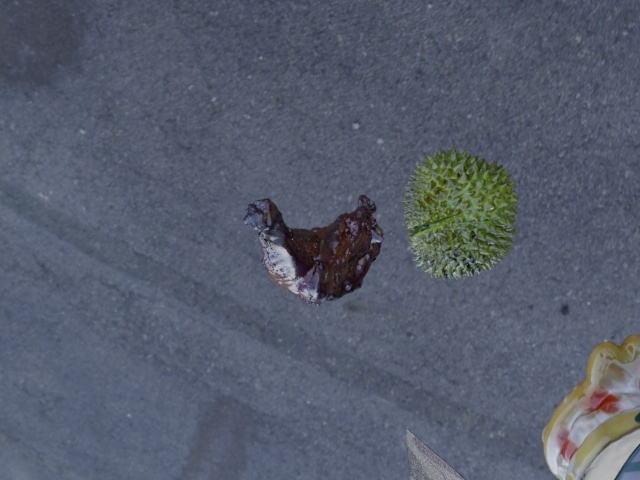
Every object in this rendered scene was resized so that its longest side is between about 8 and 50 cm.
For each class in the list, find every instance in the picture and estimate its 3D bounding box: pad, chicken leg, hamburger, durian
[{"bbox_3d":[0.305,0.566,1.479,0.330,0.004,0.220,34,147,39],"label":"pad"},{"bbox_3d":[-0.001,0.006,0.553,0.053,0.205,0.093,30,110,21],"label":"chicken leg"},{"bbox_3d":[0.494,0.314,1.115,0.261,0.186,0.303,-19,123,1],"label":"hamburger"},{"bbox_3d":[0.184,-0.026,0.879,0.146,0.159,0.198,-7,156,25],"label":"durian"}]

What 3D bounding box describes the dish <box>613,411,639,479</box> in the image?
[{"bbox_3d":[0.370,0.259,0.677,0.078,0.246,0.224,33,130,1],"label":"dish"}]
